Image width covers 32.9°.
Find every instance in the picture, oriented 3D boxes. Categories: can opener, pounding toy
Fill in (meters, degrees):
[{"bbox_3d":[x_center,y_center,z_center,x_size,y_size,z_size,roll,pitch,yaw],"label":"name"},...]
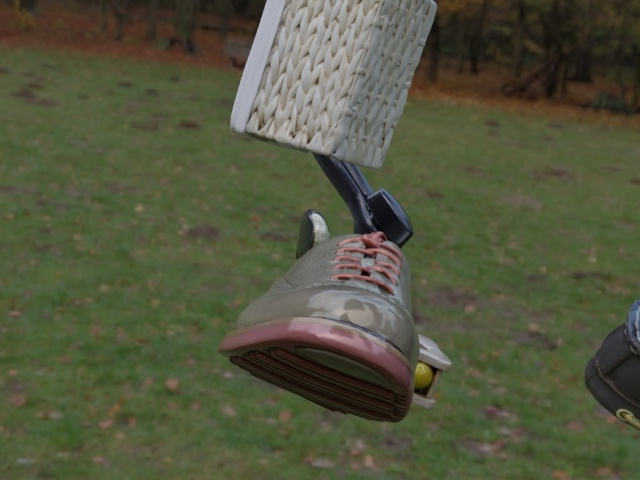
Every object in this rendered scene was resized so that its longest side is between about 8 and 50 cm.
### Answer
[{"bbox_3d":[0.046,-0.061,1.328,0.186,0.073,0.059,55,20,17],"label":"can opener"},{"bbox_3d":[0.067,0.130,1.587,0.270,0.154,0.154,22,12,1],"label":"pounding toy"}]

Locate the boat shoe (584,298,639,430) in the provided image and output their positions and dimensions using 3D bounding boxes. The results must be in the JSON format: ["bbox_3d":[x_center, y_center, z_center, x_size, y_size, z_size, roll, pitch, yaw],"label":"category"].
[{"bbox_3d":[0.236,0.084,0.530,0.228,0.068,0.081,23,43,-17],"label":"boat shoe"}]

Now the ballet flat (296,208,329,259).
[{"bbox_3d":[0.000,0.000,1.163,0.049,0.057,0.173,8,-6,-1],"label":"ballet flat"}]

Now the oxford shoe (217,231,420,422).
[{"bbox_3d":[0.008,0.045,0.744,0.123,0.130,0.348,25,-9,-5],"label":"oxford shoe"}]

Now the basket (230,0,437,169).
[{"bbox_3d":[0.014,-0.147,0.902,0.103,0.167,0.113,23,8,27],"label":"basket"}]
